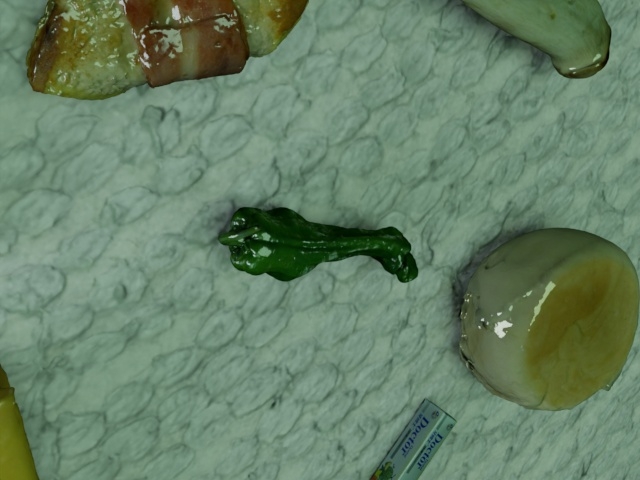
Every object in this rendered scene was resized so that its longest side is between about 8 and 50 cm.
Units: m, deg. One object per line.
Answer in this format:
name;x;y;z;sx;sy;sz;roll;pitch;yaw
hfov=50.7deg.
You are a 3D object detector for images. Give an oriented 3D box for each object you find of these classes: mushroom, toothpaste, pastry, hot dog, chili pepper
mushroom;0.211;-0.281;0.747;0.333;0.107;0.087;18;138;-32
toothpaste;0.115;0.292;0.898;0.034;0.046;0.164;39;84;-30
pastry;0.303;0.105;0.898;0.265;0.133;0.264;-9;110;-27
hot dog;-0.124;-0.198;0.580;0.262;0.093;0.123;-14;121;-10
chili pepper;0.001;0.006;0.709;0.257;0.100;0.074;1;110;-33

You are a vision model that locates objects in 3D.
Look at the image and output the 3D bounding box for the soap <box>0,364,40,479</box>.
soap;-0.336;0.289;0.589;0.204;0.096;0.324;-19;114;-31
